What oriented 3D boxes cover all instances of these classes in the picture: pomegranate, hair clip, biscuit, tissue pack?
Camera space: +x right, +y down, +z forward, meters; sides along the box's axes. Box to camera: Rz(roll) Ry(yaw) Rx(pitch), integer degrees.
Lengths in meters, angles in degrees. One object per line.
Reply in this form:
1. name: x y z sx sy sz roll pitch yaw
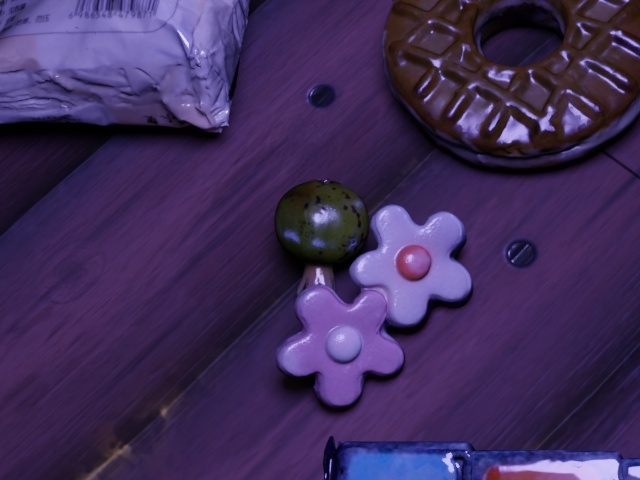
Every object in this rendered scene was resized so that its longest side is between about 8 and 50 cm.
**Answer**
1. pomegranate: 0.000 0.000 1.338 0.114 0.114 0.142 6 94 15
2. hair clip: 0.062 0.067 1.291 0.257 0.075 0.146 -47 106 -18
3. biscuit: 0.236 -0.233 1.398 0.332 0.103 0.332 -4 64 9
4. tissue pack: -0.267 -0.309 1.489 0.375 0.195 0.390 5 60 15

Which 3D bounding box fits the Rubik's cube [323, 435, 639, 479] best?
1. Rubik's cube: 0.204 0.364 0.943 0.359 0.362 0.363 -4 66 16
